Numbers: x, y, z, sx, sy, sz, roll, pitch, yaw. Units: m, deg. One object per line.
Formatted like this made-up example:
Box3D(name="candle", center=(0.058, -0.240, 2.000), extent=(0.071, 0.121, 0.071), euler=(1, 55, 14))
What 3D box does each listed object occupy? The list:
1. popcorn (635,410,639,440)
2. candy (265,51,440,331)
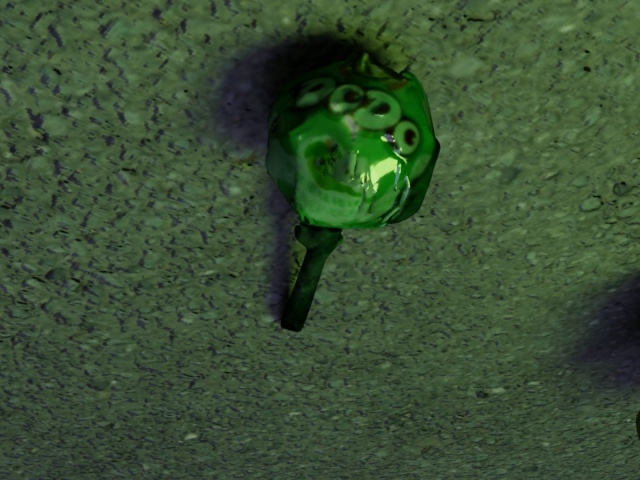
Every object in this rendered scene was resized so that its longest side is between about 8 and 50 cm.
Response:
Box3D(name="popcorn", center=(0.379, 0.110, 0.812), extent=(0.252, 0.215, 0.286), euler=(-6, 152, -17))
Box3D(name="candy", center=(-0.002, -0.001, 0.676), extent=(0.097, 0.097, 0.323), euler=(-2, 154, -11))
